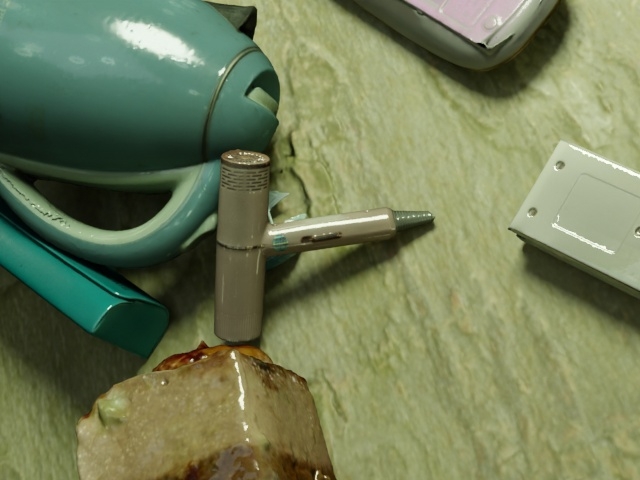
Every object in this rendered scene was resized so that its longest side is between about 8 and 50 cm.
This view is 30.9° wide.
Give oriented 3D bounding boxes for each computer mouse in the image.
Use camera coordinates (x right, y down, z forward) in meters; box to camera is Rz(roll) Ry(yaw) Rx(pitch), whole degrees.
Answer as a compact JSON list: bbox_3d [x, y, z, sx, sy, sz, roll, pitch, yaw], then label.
[{"bbox_3d":[0.123,-0.296,1.243,0.310,0.072,0.158,39,92,30],"label":"computer mouse"}]

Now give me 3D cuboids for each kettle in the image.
[{"bbox_3d":[-0.216,-0.136,1.261,0.342,0.247,0.319,19,87,18],"label":"kettle"}]

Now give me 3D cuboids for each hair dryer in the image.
[{"bbox_3d":[0.002,0.012,1.198,0.220,0.053,0.195,3,109,-7],"label":"hair dryer"}]

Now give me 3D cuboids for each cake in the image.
[{"bbox_3d":[-0.099,0.216,1.098,0.196,0.199,0.293,-24,63,19],"label":"cake"}]

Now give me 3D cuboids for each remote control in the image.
[{"bbox_3d":[0.316,0.010,1.057,0.277,0.055,0.103,29,86,31],"label":"remote control"}]

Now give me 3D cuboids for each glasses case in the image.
[{"bbox_3d":[-0.306,0.021,1.305,0.301,0.117,0.070,33,88,29],"label":"glasses case"}]

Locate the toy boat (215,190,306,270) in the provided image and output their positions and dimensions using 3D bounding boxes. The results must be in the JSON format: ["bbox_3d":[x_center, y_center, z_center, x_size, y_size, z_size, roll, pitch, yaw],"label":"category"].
[{"bbox_3d":[-0.081,-0.025,1.263,0.105,0.034,0.149,-45,61,2],"label":"toy boat"}]
